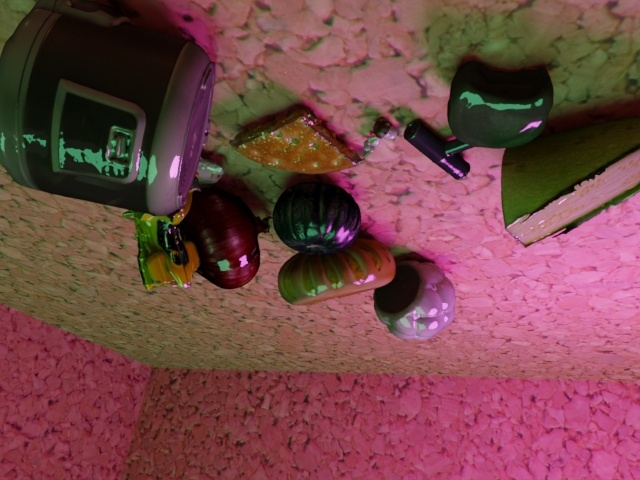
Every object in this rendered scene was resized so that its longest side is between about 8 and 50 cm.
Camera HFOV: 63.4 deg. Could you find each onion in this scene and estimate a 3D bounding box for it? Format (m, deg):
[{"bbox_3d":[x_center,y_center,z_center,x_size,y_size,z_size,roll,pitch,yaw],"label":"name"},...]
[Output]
[{"bbox_3d":[-0.226,-0.017,1.340,0.285,0.273,0.273,-20,159,-19],"label":"onion"}]

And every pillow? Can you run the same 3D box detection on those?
[{"bbox_3d":[-0.347,-0.187,1.228,0.229,0.050,0.128,19,159,-16],"label":"pillow"}]

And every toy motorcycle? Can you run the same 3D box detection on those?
[{"bbox_3d":[-0.345,-0.057,1.148,0.206,0.342,0.142,14,-155,41],"label":"toy motorcycle"}]

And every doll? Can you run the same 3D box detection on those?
[{"bbox_3d":[0.117,-0.215,1.058,0.085,0.040,0.058,-18,153,41],"label":"doll"}]

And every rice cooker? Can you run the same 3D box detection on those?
[{"bbox_3d":[-0.367,-0.220,0.887,0.326,0.334,0.335,14,152,-9],"label":"rice cooker"}]

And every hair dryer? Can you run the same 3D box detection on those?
[{"bbox_3d":[0.290,-0.208,1.018,0.173,0.050,0.195,26,144,-32],"label":"hair dryer"}]

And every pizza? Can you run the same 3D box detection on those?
[{"bbox_3d":[-0.048,-0.212,1.087,0.293,0.058,0.197,6,152,0],"label":"pizza"}]

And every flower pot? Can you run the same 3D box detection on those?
[{"bbox_3d":[0.286,0.180,1.554,0.246,0.245,0.195,-18,141,41],"label":"flower pot"}]

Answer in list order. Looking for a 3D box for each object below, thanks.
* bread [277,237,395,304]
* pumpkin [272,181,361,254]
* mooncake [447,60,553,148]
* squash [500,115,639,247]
[{"bbox_3d":[0.047,0.079,1.442,0.333,0.159,0.333,-14,172,-2],"label":"bread"},{"bbox_3d":[-0.009,-0.052,1.272,0.221,0.161,0.220,11,164,3],"label":"pumpkin"},{"bbox_3d":[0.303,-0.239,0.885,0.175,0.104,0.168,24,152,-23],"label":"mooncake"},{"bbox_3d":[0.520,-0.109,0.964,0.309,0.210,0.234,-4,164,32],"label":"squash"}]
